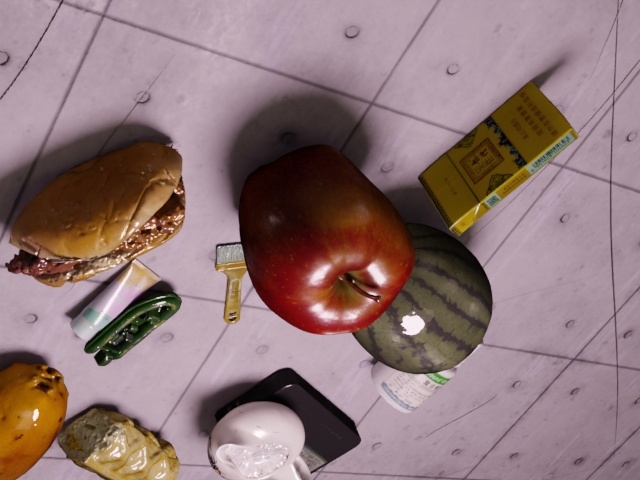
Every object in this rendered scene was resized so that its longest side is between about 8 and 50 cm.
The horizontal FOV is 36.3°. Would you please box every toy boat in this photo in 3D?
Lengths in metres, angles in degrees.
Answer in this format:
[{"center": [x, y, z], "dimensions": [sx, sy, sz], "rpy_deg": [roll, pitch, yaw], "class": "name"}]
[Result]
[{"center": [-0.347, 0.159, 1.822], "dimensions": [0.210, 0.052, 0.104], "rpy_deg": [-37, 149, 12], "class": "toy boat"}]

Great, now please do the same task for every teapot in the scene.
[{"center": [-0.119, 0.444, 2.069], "dimensions": [0.299, 0.166, 0.208], "rpy_deg": [37, 98, -33], "class": "teapot"}]

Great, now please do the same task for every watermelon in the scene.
[{"center": [0.189, 0.117, 1.883], "dimensions": [0.279, 0.279, 0.359], "rpy_deg": [-39, 142, 14], "class": "watermelon"}]

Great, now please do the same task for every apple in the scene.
[{"center": [0.000, 0.000, 1.646], "dimensions": [0.288, 0.317, 0.288], "rpy_deg": [-16, 139, -15], "class": "apple"}]

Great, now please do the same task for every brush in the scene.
[{"center": [-0.165, 0.086, 1.872], "dimensions": [0.082, 0.010, 0.218], "rpy_deg": [-8, 135, -19], "class": "brush"}]

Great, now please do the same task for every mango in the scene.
[{"center": [-0.586, 0.344, 1.818], "dimensions": [0.201, 0.153, 0.287], "rpy_deg": [16, 125, -46], "class": "mango"}]

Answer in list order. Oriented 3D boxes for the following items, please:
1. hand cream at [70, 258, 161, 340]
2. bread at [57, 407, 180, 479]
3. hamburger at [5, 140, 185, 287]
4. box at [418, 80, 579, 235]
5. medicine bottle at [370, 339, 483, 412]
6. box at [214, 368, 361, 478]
[{"center": [-0.377, 0.108, 1.773], "dimensions": [0.174, 0.047, 0.076], "rpy_deg": [-41, 136, 3], "class": "hand cream"}, {"center": [-0.403, 0.445, 2.026], "dimensions": [0.152, 0.130, 0.268], "rpy_deg": [-4, 148, 31], "class": "bread"}, {"center": [-0.338, -0.036, 1.561], "dimensions": [0.282, 0.245, 0.155], "rpy_deg": [-59, 144, -33], "class": "hamburger"}, {"center": [0.318, -0.149, 1.773], "dimensions": [0.279, 0.153, 0.041], "rpy_deg": [-40, 136, 14], "class": "box"}, {"center": [0.236, 0.260, 2.148], "dimensions": [0.237, 0.139, 0.139], "rpy_deg": [-44, 135, 17], "class": "medicine bottle"}, {"center": [-0.068, 0.427, 2.224], "dimensions": [0.211, 0.058, 0.350], "rpy_deg": [-32, 137, 9], "class": "box"}]
